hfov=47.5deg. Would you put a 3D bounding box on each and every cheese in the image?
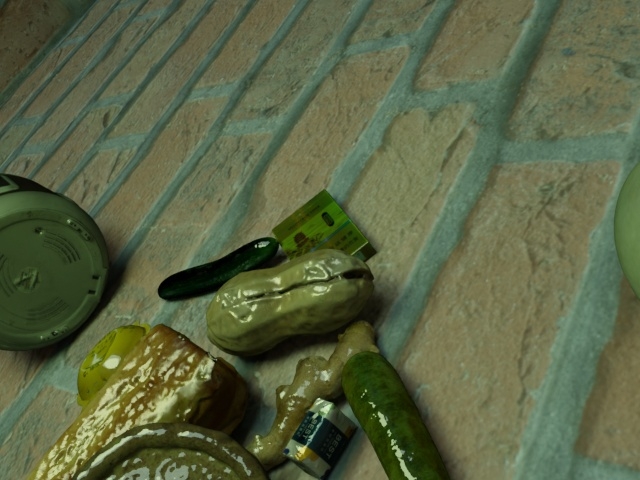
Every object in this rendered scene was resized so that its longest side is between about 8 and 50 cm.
[{"bbox_3d":[-0.348,0.224,1.191,0.177,0.069,0.270,-37,22,17],"label":"cheese"}]

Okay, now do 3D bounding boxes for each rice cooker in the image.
[{"bbox_3d":[-0.616,0.027,1.451,0.335,0.335,0.325,-50,37,-15],"label":"rice cooker"}]

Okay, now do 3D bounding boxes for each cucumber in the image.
[{"bbox_3d":[-0.186,0.056,1.279,0.284,0.056,0.056,-23,39,27],"label":"cucumber"}]

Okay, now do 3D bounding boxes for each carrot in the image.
[{"bbox_3d":[0.104,0.258,0.809,0.074,0.074,0.358,-34,38,6],"label":"carrot"}]

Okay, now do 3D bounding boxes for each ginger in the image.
[{"bbox_3d":[-0.029,0.213,0.966,0.288,0.075,0.089,-43,58,-13],"label":"ginger"}]

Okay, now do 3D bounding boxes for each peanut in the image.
[{"bbox_3d":[-0.054,0.091,1.065,0.290,0.130,0.130,-20,41,25],"label":"peanut"}]

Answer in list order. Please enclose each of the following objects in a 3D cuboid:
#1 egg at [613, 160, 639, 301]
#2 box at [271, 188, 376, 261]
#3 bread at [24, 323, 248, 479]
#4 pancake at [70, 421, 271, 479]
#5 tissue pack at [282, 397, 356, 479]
[{"bbox_3d":[0.425,0.002,0.634,0.278,0.278,0.336,-45,41,-9],"label":"egg"},{"bbox_3d":[0.000,0.000,1.200,0.121,0.030,0.193,-37,36,2],"label":"box"},{"bbox_3d":[-0.248,0.294,1.005,0.195,0.149,0.344,26,69,37],"label":"bread"},{"bbox_3d":[-0.180,0.354,0.855,0.286,0.033,0.288,-18,64,-5],"label":"pancake"},{"bbox_3d":[0.000,0.249,0.911,0.042,0.062,0.083,7,55,49],"label":"tissue pack"}]
